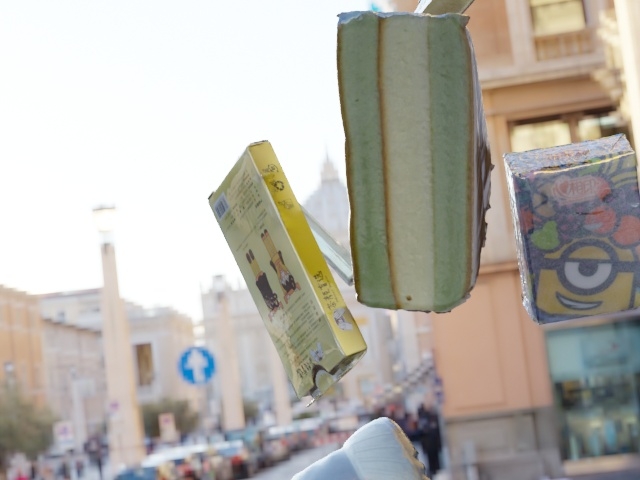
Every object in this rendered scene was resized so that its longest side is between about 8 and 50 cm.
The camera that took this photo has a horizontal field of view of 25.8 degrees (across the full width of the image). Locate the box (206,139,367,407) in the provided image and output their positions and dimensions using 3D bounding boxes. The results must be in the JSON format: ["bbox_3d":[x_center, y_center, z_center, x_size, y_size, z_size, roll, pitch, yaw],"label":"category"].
[{"bbox_3d":[-0.021,0.020,0.835,0.020,0.149,0.073,-15,-18,-32],"label":"box"}]

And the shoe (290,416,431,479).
[{"bbox_3d":[0.029,0.277,0.895,0.171,0.336,0.132,-20,-41,-3],"label":"shoe"}]

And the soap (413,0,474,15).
[{"bbox_3d":[0.126,-0.243,1.357,0.037,0.092,0.252,27,-14,-4],"label":"soap"}]

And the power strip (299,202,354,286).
[{"bbox_3d":[0.000,0.000,1.774,0.030,0.191,0.047,-44,-9,-4],"label":"power strip"}]

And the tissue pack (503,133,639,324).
[{"bbox_3d":[0.222,-0.010,1.210,0.108,0.148,0.060,-11,23,3],"label":"tissue pack"}]

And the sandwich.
[{"bbox_3d":[0.051,-0.040,0.789,0.079,0.114,0.163,3,-23,12],"label":"sandwich"}]
